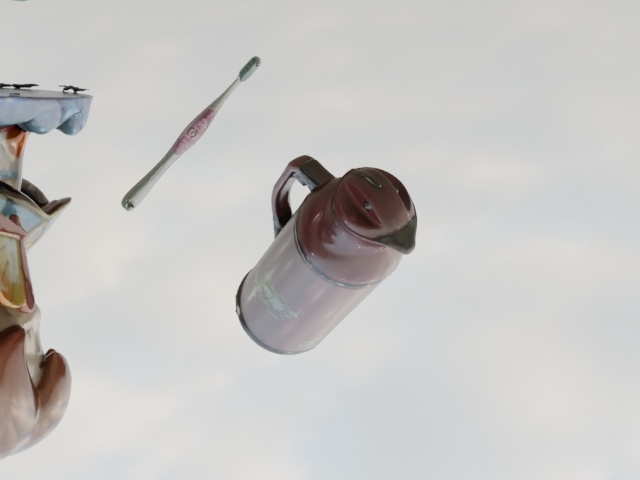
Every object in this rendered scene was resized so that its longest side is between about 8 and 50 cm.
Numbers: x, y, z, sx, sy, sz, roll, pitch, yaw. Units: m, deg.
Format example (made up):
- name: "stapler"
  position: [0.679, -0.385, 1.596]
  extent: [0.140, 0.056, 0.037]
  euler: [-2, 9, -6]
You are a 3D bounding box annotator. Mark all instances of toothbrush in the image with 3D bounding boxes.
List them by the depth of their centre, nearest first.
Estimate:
- name: "toothbrush"
  position: [-0.124, -0.100, 1.439]
  extent: [0.204, 0.017, 0.022]
  euler: [-46, -172, 20]

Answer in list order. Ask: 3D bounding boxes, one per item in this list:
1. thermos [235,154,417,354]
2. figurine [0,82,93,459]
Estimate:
- name: "thermos"
  position: [0.008, 0.003, 1.482]
  extent: [0.109, 0.136, 0.330]
  euler: [4, 159, -16]
- name: "figurine"
  position: [-0.342, 0.049, 1.387]
  extent: [0.248, 0.388, 0.276]
  euler: [3, -170, -5]
